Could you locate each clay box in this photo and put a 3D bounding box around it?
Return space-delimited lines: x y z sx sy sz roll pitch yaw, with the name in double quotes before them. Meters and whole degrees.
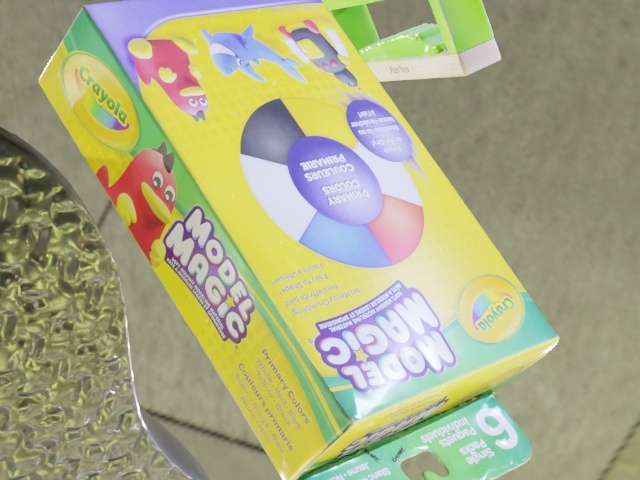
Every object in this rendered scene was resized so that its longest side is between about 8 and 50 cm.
"clay box" 0.000 0.000 0.580 0.127 0.222 0.053 -17 155 -45

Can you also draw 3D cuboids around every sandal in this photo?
"sandal" -0.164 0.082 0.714 0.167 0.107 0.446 -35 148 -14

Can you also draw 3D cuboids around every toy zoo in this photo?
"toy zoo" 0.013 -0.243 0.949 0.030 0.192 0.293 -26 102 -17
